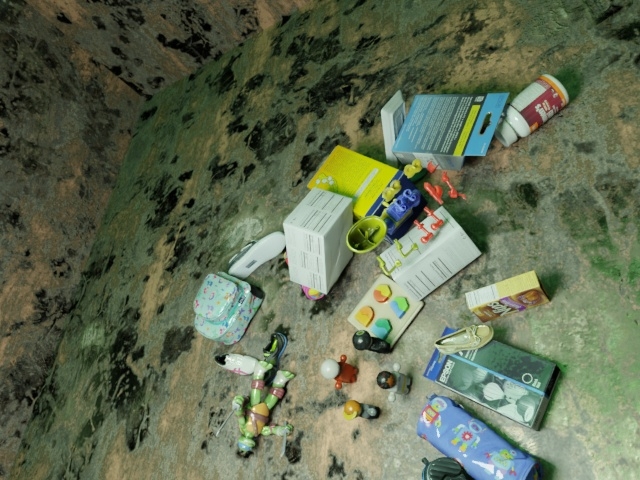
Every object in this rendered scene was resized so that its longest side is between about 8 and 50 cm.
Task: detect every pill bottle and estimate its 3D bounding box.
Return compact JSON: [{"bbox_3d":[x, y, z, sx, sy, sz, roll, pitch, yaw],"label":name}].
[{"bbox_3d":[0.647,-0.403,1.547,0.221,0.121,0.121,-40,45,11],"label":"pill bottle"}]

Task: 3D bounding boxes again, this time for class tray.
[{"bbox_3d":[0.267,-0.366,1.712,0.030,0.270,0.145,17,51,31],"label":"tray"}]

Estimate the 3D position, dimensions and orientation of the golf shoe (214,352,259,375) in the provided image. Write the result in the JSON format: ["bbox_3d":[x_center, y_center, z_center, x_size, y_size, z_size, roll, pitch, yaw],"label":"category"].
[{"bbox_3d":[-0.303,0.445,1.781,0.186,0.086,0.068,-8,56,34],"label":"golf shoe"}]

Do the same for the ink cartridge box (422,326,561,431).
[{"bbox_3d":[0.422,0.338,1.279,0.332,0.065,0.166,15,73,45],"label":"ink cartridge box"}]

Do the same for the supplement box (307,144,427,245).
[{"bbox_3d":[0.158,-0.163,1.733,0.195,0.194,0.356,-53,43,-3],"label":"supplement box"}]

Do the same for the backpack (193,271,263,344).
[{"bbox_3d":[-0.368,0.261,1.891,0.225,0.191,0.254,18,81,39],"label":"backpack"}]

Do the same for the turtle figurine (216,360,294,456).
[{"bbox_3d":[-0.170,0.524,1.545,0.197,0.275,0.266,14,63,7],"label":"turtle figurine"}]

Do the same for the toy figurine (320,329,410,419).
[{"bbox_3d":[0.126,0.386,1.406,0.213,0.148,0.210,-42,49,15],"label":"toy figurine"}]

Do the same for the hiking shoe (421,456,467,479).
[{"bbox_3d":[0.318,0.656,1.134,0.113,0.132,0.304,-9,68,-9],"label":"hiking shoe"}]

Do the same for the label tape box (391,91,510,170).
[{"bbox_3d":[0.432,-0.355,1.617,0.333,0.106,0.241,13,72,40],"label":"label tape box"}]

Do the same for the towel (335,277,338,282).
[{"bbox_3d":[0.030,0.082,1.732,0.113,0.023,0.152,12,45,17],"label":"towel"}]

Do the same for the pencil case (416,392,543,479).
[{"bbox_3d":[0.373,0.491,1.176,0.133,0.119,0.306,-42,40,-19],"label":"pencil case"}]

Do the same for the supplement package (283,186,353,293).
[{"bbox_3d":[0.000,0.000,1.611,0.145,0.262,0.204,19,48,21],"label":"supplement package"}]

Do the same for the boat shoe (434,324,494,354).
[{"bbox_3d":[0.375,0.256,1.290,0.153,0.048,0.056,-22,50,25],"label":"boat shoe"}]

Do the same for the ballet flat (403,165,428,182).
[{"bbox_3d":[0.367,-0.285,1.749,0.213,0.072,0.068,-45,16,5],"label":"ballet flat"}]

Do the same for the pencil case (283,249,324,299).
[{"bbox_3d":[-0.048,0.106,1.791,0.104,0.104,0.236,-41,45,10],"label":"pencil case"}]

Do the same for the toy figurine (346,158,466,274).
[{"bbox_3d":[0.237,-0.049,1.488,0.191,0.217,0.362,42,78,6],"label":"toy figurine"}]

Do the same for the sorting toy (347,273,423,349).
[{"bbox_3d":[0.197,0.221,1.556,0.193,0.038,0.208,-53,43,-2],"label":"sorting toy"}]

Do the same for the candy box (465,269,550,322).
[{"bbox_3d":[0.495,0.152,1.309,0.186,0.109,0.053,-24,49,26],"label":"candy box"}]

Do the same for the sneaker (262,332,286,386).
[{"bbox_3d":[-0.177,0.408,1.706,0.067,0.078,0.188,2,66,39],"label":"sneaker"}]

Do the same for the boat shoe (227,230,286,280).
[{"bbox_3d":[-0.264,0.044,2.009,0.301,0.108,0.102,-40,45,21],"label":"boat shoe"}]

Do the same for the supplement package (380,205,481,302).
[{"bbox_3d":[0.327,0.042,1.486,0.244,0.134,0.139,-39,32,12],"label":"supplement package"}]
